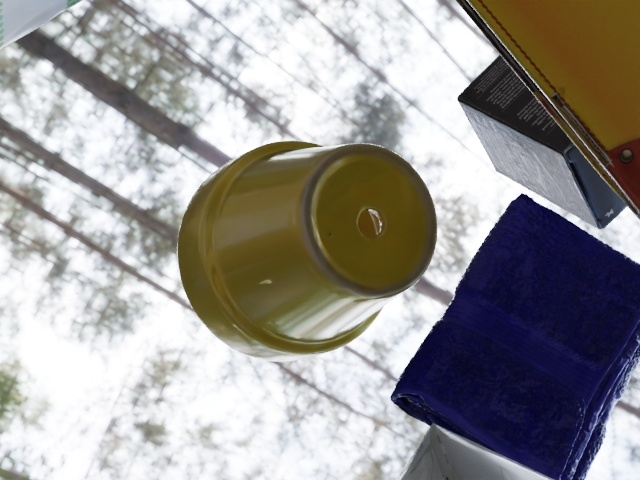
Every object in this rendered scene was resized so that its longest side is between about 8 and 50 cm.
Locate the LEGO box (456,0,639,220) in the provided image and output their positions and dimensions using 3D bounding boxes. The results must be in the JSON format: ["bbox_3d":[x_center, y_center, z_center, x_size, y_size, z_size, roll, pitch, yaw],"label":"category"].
[{"bbox_3d":[0.299,-0.294,0.751,0.500,0.193,0.372,-39,-101,13],"label":"LEGO box"}]

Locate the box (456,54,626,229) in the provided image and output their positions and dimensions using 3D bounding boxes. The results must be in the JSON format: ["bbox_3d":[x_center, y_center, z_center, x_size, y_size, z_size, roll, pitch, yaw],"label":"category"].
[{"bbox_3d":[0.293,-0.131,1.453,0.108,0.153,0.207,-44,-137,-8],"label":"box"}]

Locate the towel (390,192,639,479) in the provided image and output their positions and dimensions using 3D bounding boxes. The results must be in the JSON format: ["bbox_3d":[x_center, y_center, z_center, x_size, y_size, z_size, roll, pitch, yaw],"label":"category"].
[{"bbox_3d":[0.246,0.113,1.295,0.308,0.228,0.076,-56,177,-26],"label":"towel"}]

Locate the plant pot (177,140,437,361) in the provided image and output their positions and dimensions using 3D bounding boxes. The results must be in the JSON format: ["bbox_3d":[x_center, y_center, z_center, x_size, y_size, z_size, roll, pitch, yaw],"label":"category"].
[{"bbox_3d":[0.000,0.000,1.291,0.239,0.254,0.254,-19,-131,60],"label":"plant pot"}]

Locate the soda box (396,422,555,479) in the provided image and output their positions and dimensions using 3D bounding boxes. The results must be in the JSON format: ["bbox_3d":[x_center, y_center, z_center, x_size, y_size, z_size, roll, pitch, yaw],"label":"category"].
[{"bbox_3d":[0.157,0.201,0.568,0.098,0.286,0.091,-60,-166,14],"label":"soda box"}]

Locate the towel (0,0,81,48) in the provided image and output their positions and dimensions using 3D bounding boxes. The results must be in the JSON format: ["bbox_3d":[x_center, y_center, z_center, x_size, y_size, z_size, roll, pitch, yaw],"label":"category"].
[{"bbox_3d":[-0.154,-0.190,0.630,0.325,0.038,0.248,-39,172,-22],"label":"towel"}]
